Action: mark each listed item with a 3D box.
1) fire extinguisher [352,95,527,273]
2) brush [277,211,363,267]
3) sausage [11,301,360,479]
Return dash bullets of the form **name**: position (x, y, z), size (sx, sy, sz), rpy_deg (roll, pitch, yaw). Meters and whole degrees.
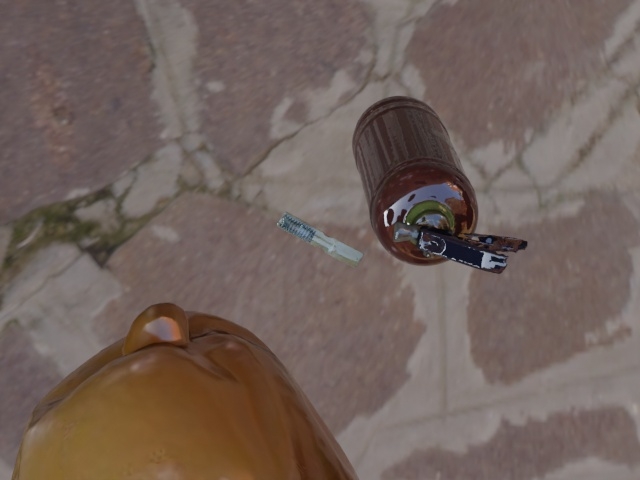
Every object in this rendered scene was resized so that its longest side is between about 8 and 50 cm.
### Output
- **fire extinguisher**: position (0.110, -0.044, 1.457), size (0.138, 0.344, 0.102), rpy_deg (7, 111, -7)
- **brush**: position (0.000, 0.000, 1.383), size (0.084, 0.013, 0.016), rpy_deg (28, 98, -3)
- **sausage**: position (-0.042, 0.136, 0.496), size (0.120, 0.136, 0.241), rpy_deg (-11, 116, -26)
